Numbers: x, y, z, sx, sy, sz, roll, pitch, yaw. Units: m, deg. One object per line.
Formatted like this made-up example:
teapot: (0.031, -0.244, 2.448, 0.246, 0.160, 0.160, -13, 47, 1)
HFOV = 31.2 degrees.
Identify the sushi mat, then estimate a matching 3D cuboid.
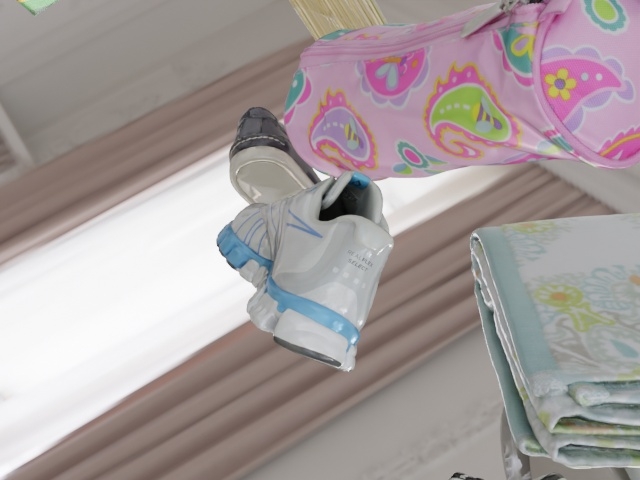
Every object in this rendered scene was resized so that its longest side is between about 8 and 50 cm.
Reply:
sushi mat: (0.021, -0.223, 1.148, 0.151, 0.019, 0.316, 32, -13, 41)

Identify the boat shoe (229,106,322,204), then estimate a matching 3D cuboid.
boat shoe: (-0.017, -0.038, 0.966, 0.206, 0.075, 0.065, 53, 27, -53)

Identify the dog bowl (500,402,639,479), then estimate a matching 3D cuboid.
dog bowl: (0.332, 0.305, 1.300, 0.349, 0.102, 0.348, 163, -90, -75)

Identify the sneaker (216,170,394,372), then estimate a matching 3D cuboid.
sneaker: (0.000, 0.000, 0.591, 0.071, 0.083, 0.190, 28, 6, -19)

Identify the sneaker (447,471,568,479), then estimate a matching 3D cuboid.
sneaker: (0.075, 0.122, 0.533, 0.032, 0.083, 0.037, 22, 43, -56)

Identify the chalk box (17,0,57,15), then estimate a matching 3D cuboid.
chalk box: (-0.256, -0.406, 1.174, 0.180, 0.289, 0.179, 59, 7, 19)

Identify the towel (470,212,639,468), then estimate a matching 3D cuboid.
towel: (0.311, 0.074, 1.023, 0.374, 0.321, 0.090, -91, 179, -65)

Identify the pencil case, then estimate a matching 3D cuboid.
pencil case: (0.092, -0.101, 0.749, 0.284, 0.124, 0.124, 1, -58, 58)
